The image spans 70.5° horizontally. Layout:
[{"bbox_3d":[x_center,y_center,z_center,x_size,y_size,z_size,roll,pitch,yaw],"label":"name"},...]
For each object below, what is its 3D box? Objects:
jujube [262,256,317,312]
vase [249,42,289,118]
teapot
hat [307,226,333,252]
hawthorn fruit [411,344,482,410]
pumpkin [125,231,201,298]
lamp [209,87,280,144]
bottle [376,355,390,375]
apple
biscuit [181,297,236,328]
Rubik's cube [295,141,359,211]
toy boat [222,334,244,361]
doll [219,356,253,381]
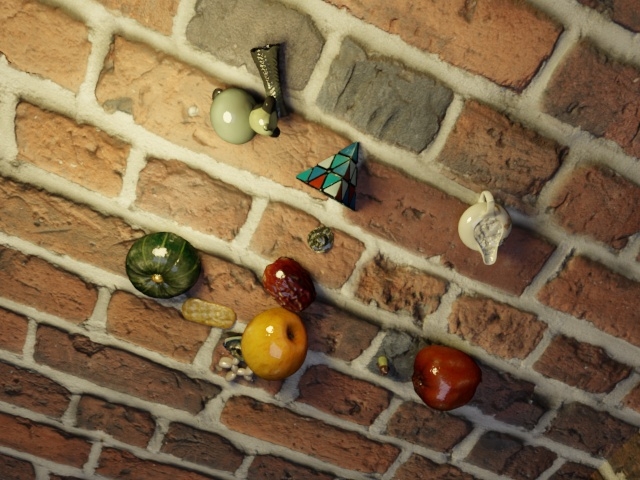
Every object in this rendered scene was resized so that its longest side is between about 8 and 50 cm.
[{"bbox_3d":[-0.131,0.184,1.887,0.183,0.183,0.243,-36,99,17],"label":"jujube"},{"bbox_3d":[-0.169,-0.553,1.585,0.115,0.115,0.237,-9,119,6],"label":"vase"},{"bbox_3d":[0.647,-0.059,1.776,0.204,0.139,0.298,-11,115,9],"label":"teapot"},{"bbox_3d":[0.000,0.000,1.868,0.121,0.050,0.121,0,112,1],"label":"hat"},{"bbox_3d":[0.559,0.610,2.028,0.311,0.295,0.295,-24,112,11],"label":"hawthorn fruit"},{"bbox_3d":[-0.643,0.099,1.851,0.300,0.207,0.300,-2,129,-3],"label":"pumpkin"},{"bbox_3d":[-0.269,-0.432,1.587,0.243,0.198,0.198,9,117,17],"label":"lamp"},{"bbox_3d":[0.293,0.588,2.111,0.063,0.101,0.047,-4,116,4],"label":"bottle"},{"bbox_3d":[-0.186,0.437,1.941,0.299,0.299,0.275,36,129,-15],"label":"apple"},{"bbox_3d":[-0.506,0.333,2.050,0.247,0.029,0.118,16,114,-6],"label":"biscuit"},{"bbox_3d":[0.055,-0.185,1.769,0.250,0.284,0.234,-7,141,32],"label":"Rubik's cube"},{"bbox_3d":[-0.334,0.523,2.088,0.262,0.115,0.114,34,111,-14],"label":"toy boat"},{"bbox_3d":[-0.390,0.618,2.166,0.160,0.059,0.161,-12,114,8],"label":"doll"}]
